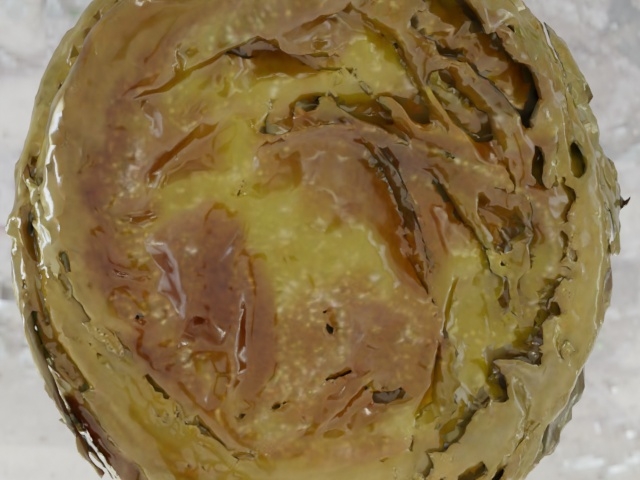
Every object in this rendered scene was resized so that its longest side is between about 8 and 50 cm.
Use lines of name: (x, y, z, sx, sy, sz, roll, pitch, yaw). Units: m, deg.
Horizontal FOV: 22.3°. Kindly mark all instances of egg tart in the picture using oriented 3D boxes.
egg tart: (0.000, 0.000, 0.707, 0.297, 0.297, 0.132, 16, 174, -22)
